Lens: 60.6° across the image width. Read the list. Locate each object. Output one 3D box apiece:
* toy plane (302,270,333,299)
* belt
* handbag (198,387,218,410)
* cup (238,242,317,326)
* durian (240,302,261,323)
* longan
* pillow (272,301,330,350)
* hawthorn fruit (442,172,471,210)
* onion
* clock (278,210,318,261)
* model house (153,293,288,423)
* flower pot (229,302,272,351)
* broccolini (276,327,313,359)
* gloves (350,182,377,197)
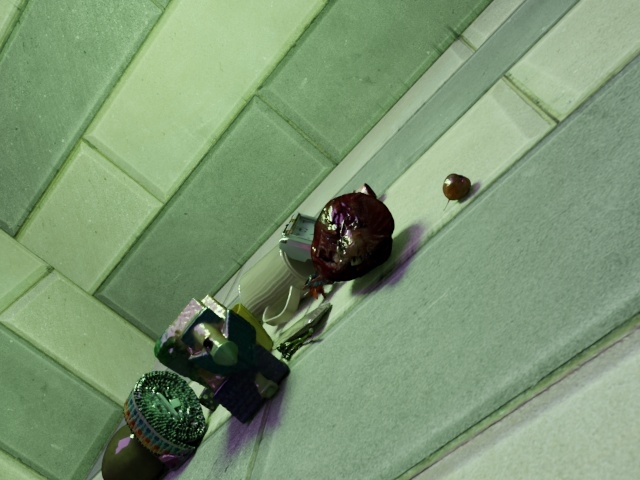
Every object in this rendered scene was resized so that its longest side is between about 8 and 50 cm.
[{"bbox_3d":[0.006,0.103,1.699,0.061,0.130,0.189,45,128,40],"label":"toy plane"},{"bbox_3d":[-0.514,0.586,1.822,0.160,0.295,0.207,-50,-8,36],"label":"belt"},{"bbox_3d":[-0.387,0.536,1.947,0.115,0.072,0.139,-58,10,-21],"label":"handbag"},{"bbox_3d":[-0.148,0.150,1.906,0.273,0.208,0.288,-40,5,34],"label":"cup"},{"bbox_3d":[-0.308,0.321,2.185,0.158,0.136,0.168,-67,-6,27],"label":"durian"},{"bbox_3d":[-0.639,0.742,1.884,0.246,0.215,0.246,-41,-12,-10],"label":"longan"},{"bbox_3d":[-0.058,0.258,1.652,0.232,0.038,0.130,-40,1,41],"label":"pillow"},{"bbox_3d":[0.334,-0.119,1.373,0.067,0.066,0.103,-66,-7,-53],"label":"hawthorn fruit"},{"bbox_3d":[0.077,0.000,1.522,0.281,0.221,0.281,-55,14,20],"label":"onion"},{"bbox_3d":[0.000,0.000,1.835,0.186,0.253,0.083,-66,-11,-53],"label":"clock"},{"bbox_3d":[-0.258,0.344,1.535,0.245,0.312,0.280,-49,49,-9],"label":"model house"},{"bbox_3d":[-0.266,0.338,1.844,0.195,0.179,0.195,-46,14,14],"label":"flower pot"},{"bbox_3d":[-0.062,0.286,1.571,0.052,0.054,0.194,-20,-19,-45],"label":"broccolini"},{"bbox_3d":[0.100,-0.102,2.020,0.241,0.126,0.145,-38,20,17],"label":"gloves"}]
